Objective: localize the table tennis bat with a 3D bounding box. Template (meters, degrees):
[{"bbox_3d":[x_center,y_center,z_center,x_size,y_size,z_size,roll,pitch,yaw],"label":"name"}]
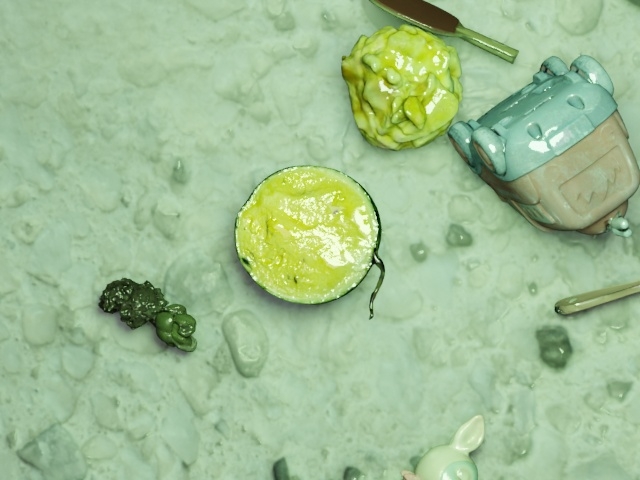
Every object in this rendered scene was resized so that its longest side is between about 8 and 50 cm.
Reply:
[{"bbox_3d":[0.181,-0.325,1.708,0.247,0.138,0.022,25,116,5],"label":"table tennis bat"}]

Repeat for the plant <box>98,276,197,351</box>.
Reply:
[{"bbox_3d":[-0.259,0.111,1.741,0.174,0.087,0.085,27,128,12],"label":"plant"}]

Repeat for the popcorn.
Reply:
[{"bbox_3d":[0.123,-0.221,1.669,0.167,0.187,0.185,-11,69,13],"label":"popcorn"}]

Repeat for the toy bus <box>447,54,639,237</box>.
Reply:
[{"bbox_3d":[0.333,-0.114,1.610,0.197,0.294,0.231,-36,100,-2],"label":"toy bus"}]

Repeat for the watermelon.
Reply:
[{"bbox_3d":[-0.007,-0.004,1.696,0.232,0.127,0.204,13,86,8],"label":"watermelon"}]

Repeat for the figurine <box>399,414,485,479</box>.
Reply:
[{"bbox_3d":[0.179,0.372,1.650,0.235,0.127,0.155,-39,64,-1],"label":"figurine"}]

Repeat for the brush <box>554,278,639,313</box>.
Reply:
[{"bbox_3d":[0.501,0.076,1.674,0.313,0.072,0.067,-16,97,5],"label":"brush"}]
